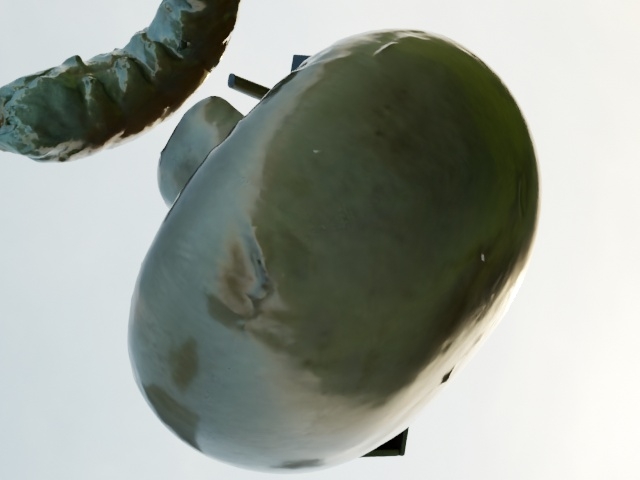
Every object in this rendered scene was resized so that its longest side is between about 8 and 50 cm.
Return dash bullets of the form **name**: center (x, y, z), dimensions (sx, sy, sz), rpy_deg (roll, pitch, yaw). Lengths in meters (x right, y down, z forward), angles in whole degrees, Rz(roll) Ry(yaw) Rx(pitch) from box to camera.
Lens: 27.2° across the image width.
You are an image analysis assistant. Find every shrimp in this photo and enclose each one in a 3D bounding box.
- **shrimp**: center (-0.111, -0.113, 0.706), dimensions (0.049, 0.161, 0.166), rpy_deg (54, 153, 27)

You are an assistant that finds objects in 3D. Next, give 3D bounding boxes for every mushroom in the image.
- **mushroom**: center (0.000, 0.000, 0.624), dimensions (0.178, 0.226, 0.226), rpy_deg (46, -158, 15)

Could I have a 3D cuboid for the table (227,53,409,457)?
- **table**: center (-0.007, 0.002, 0.817), dimensions (0.111, 0.122, 0.240), rpy_deg (8, -88, -44)
